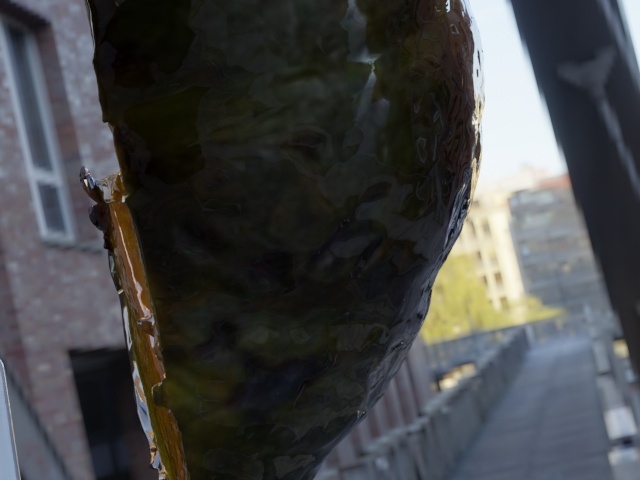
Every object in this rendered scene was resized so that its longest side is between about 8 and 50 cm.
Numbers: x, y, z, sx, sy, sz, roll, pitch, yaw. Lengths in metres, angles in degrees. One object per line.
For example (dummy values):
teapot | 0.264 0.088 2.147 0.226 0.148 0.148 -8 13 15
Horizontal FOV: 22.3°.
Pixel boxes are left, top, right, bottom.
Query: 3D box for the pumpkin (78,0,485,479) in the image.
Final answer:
pumpkin | 0.000 0.000 0.534 0.148 0.169 0.312 -17 -22 -8

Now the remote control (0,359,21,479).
remote control | -0.221 0.184 1.039 0.067 0.261 0.029 9 -38 -35
